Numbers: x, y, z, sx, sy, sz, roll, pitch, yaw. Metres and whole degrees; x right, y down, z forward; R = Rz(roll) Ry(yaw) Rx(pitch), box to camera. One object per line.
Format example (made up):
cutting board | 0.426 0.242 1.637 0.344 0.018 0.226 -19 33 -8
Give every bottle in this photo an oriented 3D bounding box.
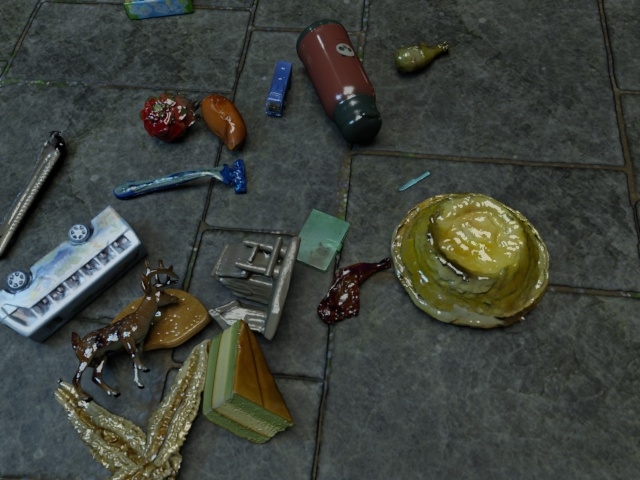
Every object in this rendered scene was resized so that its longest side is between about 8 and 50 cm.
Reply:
bottle | 0.052 -0.396 1.405 0.144 0.144 0.335 -17 63 -6

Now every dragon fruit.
dragon fruit | -0.385 -0.318 1.403 0.142 0.121 0.130 -24 95 -38

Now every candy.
candy | -0.479 -0.719 1.649 0.195 0.062 0.097 -7 63 0

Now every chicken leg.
chicken leg | 0.070 0.098 1.198 0.093 0.053 0.205 38 76 -4
chicken leg | 0.272 -0.506 1.501 0.178 0.070 0.093 -24 57 -18

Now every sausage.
sausage | -0.241 -0.302 1.402 0.089 0.089 0.179 -29 66 -12

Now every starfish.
starfish | -0.375 0.387 1.048 0.324 0.082 0.431 -3 54 9

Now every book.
book | 0.000 0.000 1.269 0.103 0.017 0.135 22 66 14

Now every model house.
model house | -0.145 0.092 1.170 0.188 0.122 0.229 10 68 13

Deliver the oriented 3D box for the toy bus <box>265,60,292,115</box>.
toy bus | -0.109 -0.402 1.463 0.051 0.061 0.152 10 61 2

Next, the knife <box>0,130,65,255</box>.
knife | -0.712 -0.113 1.354 0.089 0.043 0.364 -5 59 38

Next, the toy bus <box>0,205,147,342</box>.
toy bus | -0.545 0.076 1.212 0.136 0.109 0.330 44 72 10

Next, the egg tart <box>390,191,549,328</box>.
egg tart | 0.325 0.019 1.182 0.346 0.132 0.345 0 61 0

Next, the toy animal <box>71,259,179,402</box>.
toy animal | -0.393 0.173 1.114 0.244 0.087 0.259 -19 54 -5

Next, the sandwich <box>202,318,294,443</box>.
sandwich | -0.139 0.272 1.084 0.117 0.144 0.187 -38 34 29

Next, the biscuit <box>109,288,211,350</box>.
biscuit | -0.341 0.167 1.180 0.221 0.028 0.141 -11 51 4

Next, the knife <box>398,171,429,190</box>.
knife | 0.226 -0.143 1.340 0.091 0.005 0.014 -32 66 -13

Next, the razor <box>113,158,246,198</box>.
razor | -0.345 -0.145 1.343 0.325 0.056 0.093 -7 64 -1
